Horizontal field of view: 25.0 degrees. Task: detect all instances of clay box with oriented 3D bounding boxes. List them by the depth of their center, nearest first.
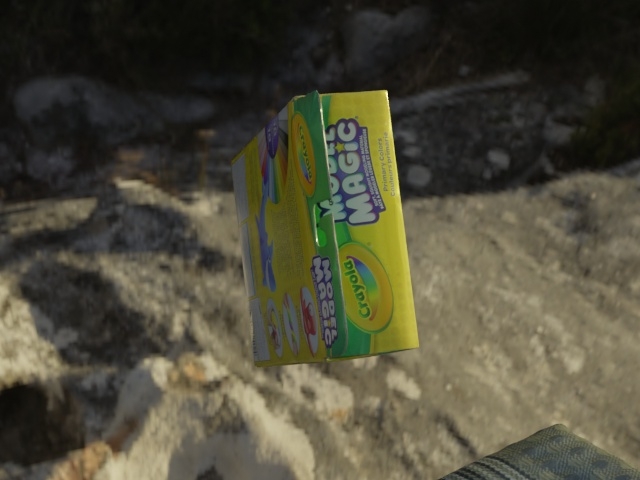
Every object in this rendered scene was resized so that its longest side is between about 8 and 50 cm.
[{"bbox_3d":[0.000,0.000,0.752,0.053,0.222,0.127,-6,86,-14],"label":"clay box"}]

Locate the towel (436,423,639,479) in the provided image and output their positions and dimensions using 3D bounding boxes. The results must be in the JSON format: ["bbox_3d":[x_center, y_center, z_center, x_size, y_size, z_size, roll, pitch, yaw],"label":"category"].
[{"bbox_3d":[0.069,0.212,0.569,0.312,0.056,0.324,-23,27,-20],"label":"towel"}]
